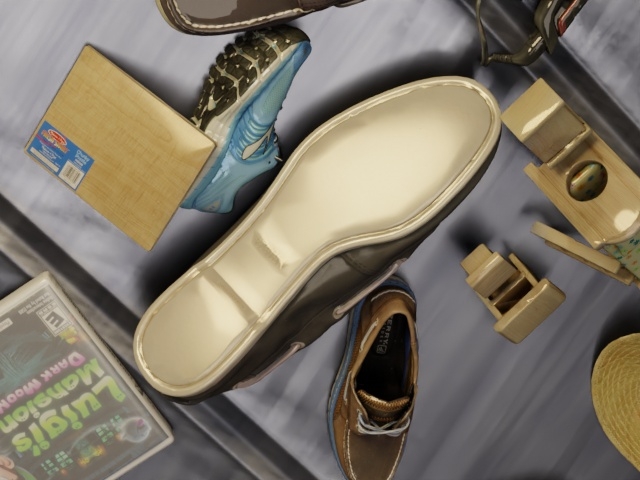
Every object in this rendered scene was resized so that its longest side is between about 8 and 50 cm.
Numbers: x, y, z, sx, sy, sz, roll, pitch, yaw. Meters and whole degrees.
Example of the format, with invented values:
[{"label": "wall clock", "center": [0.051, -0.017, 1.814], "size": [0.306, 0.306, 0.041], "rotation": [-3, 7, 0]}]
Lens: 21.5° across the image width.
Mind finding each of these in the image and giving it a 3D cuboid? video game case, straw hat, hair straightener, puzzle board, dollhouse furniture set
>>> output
[{"label": "video game case", "center": [-0.240, 0.142, 1.326], "size": [0.190, 0.022, 0.173], "rotation": [-33, 110, 5]}, {"label": "straw hat", "center": [0.294, 0.129, 1.365], "size": [0.061, 0.144, 0.144], "rotation": [-29, 117, -41]}, {"label": "hair straightener", "center": [0.182, -0.225, 1.243], "size": [0.089, 0.047, 0.230], "rotation": [33, 107, -17]}, {"label": "puzzle board", "center": [-0.147, -0.068, 1.238], "size": [0.128, 0.011, 0.096], "rotation": [38, 106, 15]}, {"label": "dollhouse furniture set", "center": [0.168, 0.002, 1.239], "size": [0.161, 0.101, 0.182], "rotation": [-44, 144, 9]}]

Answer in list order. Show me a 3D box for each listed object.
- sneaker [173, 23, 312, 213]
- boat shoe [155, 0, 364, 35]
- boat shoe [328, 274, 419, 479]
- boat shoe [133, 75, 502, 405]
[{"label": "sneaker", "center": [-0.054, -0.089, 1.258], "size": [0.073, 0.063, 0.162], "rotation": [25, 109, -33]}, {"label": "boat shoe", "center": [0.017, -0.217, 1.191], "size": [0.285, 0.092, 0.103], "rotation": [-19, 108, -3]}, {"label": "boat shoe", "center": [0.043, 0.122, 1.330], "size": [0.066, 0.066, 0.183], "rotation": [0, 109, -7]}, {"label": "boat shoe", "center": [0.000, 0.000, 1.281], "size": [0.335, 0.095, 0.112], "rotation": [-40, 74, 4]}]
